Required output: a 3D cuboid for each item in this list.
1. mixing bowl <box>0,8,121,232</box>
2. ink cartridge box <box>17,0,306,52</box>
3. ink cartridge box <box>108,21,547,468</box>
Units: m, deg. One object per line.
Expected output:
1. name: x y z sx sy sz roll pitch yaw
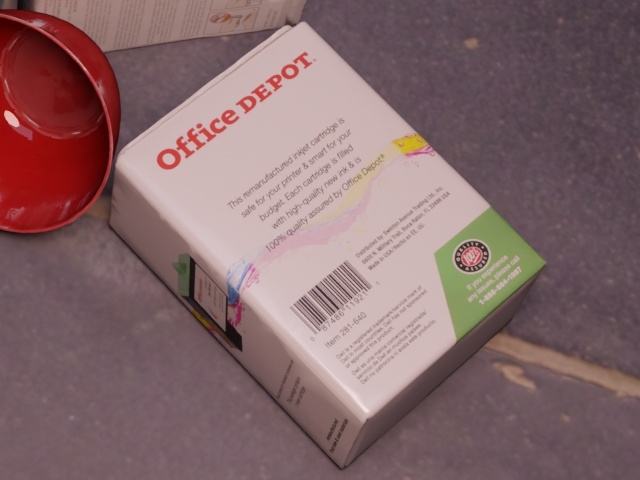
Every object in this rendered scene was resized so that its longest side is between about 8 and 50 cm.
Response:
1. mixing bowl: -0.224 -0.106 1.522 0.181 0.181 0.098 30 32 5
2. ink cartridge box: -0.121 -0.217 1.566 0.232 0.189 0.066 -14 72 -16
3. ink cartridge box: 0.000 0.000 1.520 0.201 0.117 0.278 -39 77 -24
